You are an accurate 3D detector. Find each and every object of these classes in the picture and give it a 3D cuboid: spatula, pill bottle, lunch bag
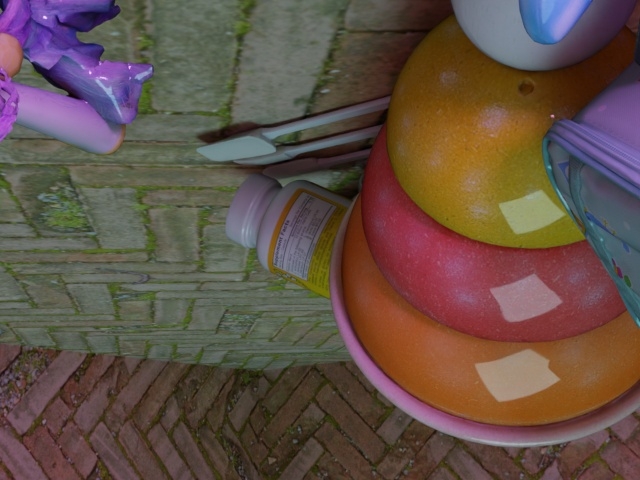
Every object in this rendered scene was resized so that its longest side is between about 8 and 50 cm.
[{"bbox_3d":[0.004,-0.105,0.943,0.241,0.019,0.168,-9,163,28],"label":"spatula"},{"bbox_3d":[0.000,0.000,0.989,0.208,0.118,0.117,24,171,15],"label":"pill bottle"},{"bbox_3d":[0.253,0.030,0.507,0.108,0.224,0.279,-40,126,-2],"label":"lunch bag"}]

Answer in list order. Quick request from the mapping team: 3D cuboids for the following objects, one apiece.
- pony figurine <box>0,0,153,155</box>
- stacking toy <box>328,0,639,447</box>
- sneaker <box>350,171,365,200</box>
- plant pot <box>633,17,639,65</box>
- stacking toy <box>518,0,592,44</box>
[{"bbox_3d":[-0.239,-0.110,0.411,0.350,0.303,0.363,17,-172,16],"label":"pony figurine"},{"bbox_3d":[0.156,-0.066,0.672,0.350,0.351,0.480,-3,150,7],"label":"stacking toy"},{"bbox_3d":[0.056,-0.047,1.077,0.255,0.094,0.151,6,147,34],"label":"sneaker"},{"bbox_3d":[0.236,-0.181,0.349,0.188,0.167,0.187,4,168,18],"label":"plant pot"},{"bbox_3d":[-0.009,-0.195,0.377,0.301,0.166,0.175,8,130,27],"label":"stacking toy"}]
